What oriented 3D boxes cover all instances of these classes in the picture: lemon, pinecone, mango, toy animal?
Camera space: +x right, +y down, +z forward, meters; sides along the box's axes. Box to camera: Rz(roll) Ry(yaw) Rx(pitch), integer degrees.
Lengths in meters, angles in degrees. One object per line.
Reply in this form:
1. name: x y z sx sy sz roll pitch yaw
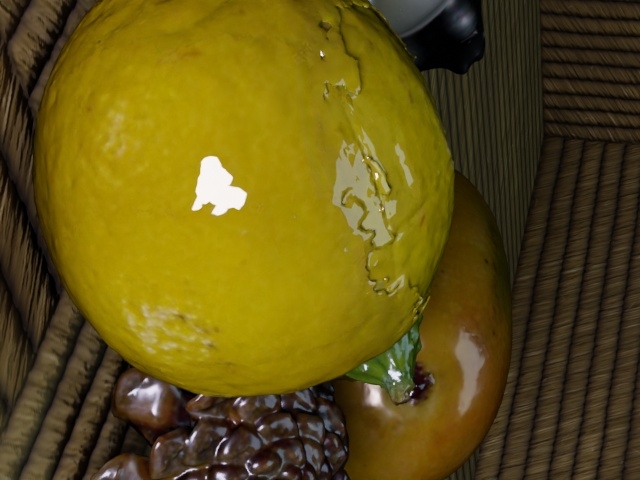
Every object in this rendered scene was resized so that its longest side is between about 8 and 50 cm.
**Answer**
1. lemon: -0.051 -0.042 1.061 0.297 0.297 0.297 6 90 -76
2. pinecone: -0.077 0.166 1.241 0.229 0.202 0.201 57 13 -37
3. mango: 0.077 0.078 1.692 0.445 0.232 0.300 -83 -163 -57
4. toy animal: 0.050 -0.275 1.550 0.267 0.213 0.212 46 51 -68

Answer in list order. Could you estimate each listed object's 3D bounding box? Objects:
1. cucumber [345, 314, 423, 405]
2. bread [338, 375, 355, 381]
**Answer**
1. cucumber: 0.003 0.029 1.239 0.244 0.134 0.134 54 -4 25
2. bread: 0.000 0.000 1.491 0.124 0.186 0.257 48 44 -55
